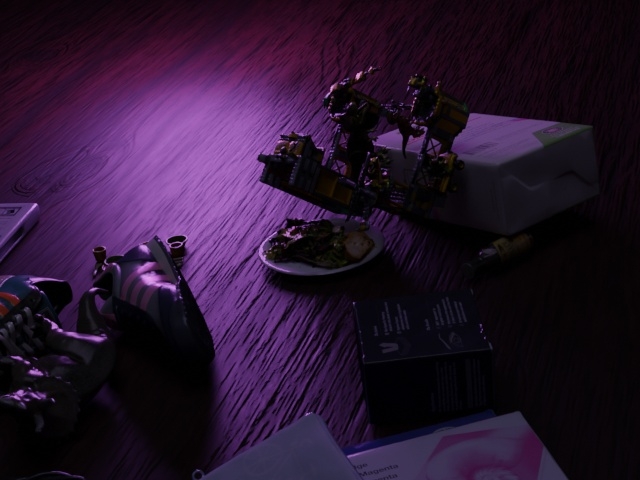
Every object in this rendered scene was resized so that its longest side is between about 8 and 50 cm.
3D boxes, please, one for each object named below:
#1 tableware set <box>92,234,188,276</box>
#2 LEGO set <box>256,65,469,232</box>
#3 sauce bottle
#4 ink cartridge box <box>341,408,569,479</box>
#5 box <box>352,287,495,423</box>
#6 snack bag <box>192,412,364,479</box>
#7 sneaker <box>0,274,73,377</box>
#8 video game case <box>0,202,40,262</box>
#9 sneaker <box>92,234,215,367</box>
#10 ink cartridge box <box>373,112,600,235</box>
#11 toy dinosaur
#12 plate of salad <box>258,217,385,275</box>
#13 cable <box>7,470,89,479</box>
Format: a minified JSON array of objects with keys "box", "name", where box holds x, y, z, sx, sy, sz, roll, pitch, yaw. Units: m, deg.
[{"box":[-0.292,0.018,1.988,0.154,0.024,0.104,-7,25,3],"name":"tableware set"},{"box":[0.049,-0.154,1.900,0.192,0.255,0.331,22,1,-36],"name":"LEGO set"},{"box":[0.261,0.022,1.816,0.128,0.042,0.042,-29,33,-33],"name":"sauce bottle"},{"box":[0.091,0.278,1.303,0.324,0.071,0.330,-13,28,-10],"name":"ink cartridge box"},{"box":[0.127,0.142,1.541,0.158,0.093,0.156,-6,26,0],"name":"box"},{"box":[-0.087,0.324,1.187,0.342,0.037,0.323,-31,28,-8],"name":"snack bag"},{"box":[-0.432,0.123,1.711,0.121,0.108,0.302,-8,24,9],"name":"sneaker"},{"box":[-0.681,0.016,2.083,0.329,0.036,0.300,0,27,12],"name":"video game case"},{"box":[-0.237,0.107,1.727,0.131,0.112,0.319,-29,26,-5],"name":"sneaker"},{"box":[0.247,-0.116,1.982,0.207,0.119,0.353,-22,21,-29],"name":"ink cartridge box"},{"box":[-0.341,0.174,1.613,0.160,0.121,0.313,16,27,18],"name":"toy dinosaur"},{"box":[0.000,0.000,1.921,0.200,0.048,0.200,-6,26,3],"name":"plate of salad"},{"box":[-0.329,0.314,1.362,0.184,0.047,0.150,2,27,17],"name":"cable"}]
